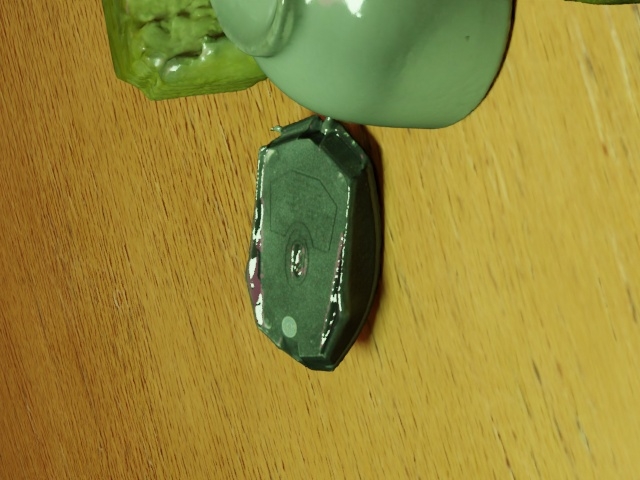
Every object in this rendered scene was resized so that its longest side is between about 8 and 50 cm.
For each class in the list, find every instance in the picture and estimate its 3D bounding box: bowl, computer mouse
[{"bbox_3d":[0.003,-0.209,1.265,0.289,0.146,0.289,39,135,52],"label":"bowl"},{"bbox_3d":[0.003,0.000,1.459,0.126,0.071,0.231,20,112,45],"label":"computer mouse"}]

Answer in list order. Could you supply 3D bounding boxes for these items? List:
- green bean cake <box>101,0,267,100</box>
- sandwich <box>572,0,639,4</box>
[{"bbox_3d":[-0.120,-0.241,1.480,0.233,0.124,0.236,172,89,-75],"label":"green bean cake"},{"bbox_3d":[0.203,-0.227,0.910,0.292,0.109,0.212,-53,49,55],"label":"sandwich"}]
